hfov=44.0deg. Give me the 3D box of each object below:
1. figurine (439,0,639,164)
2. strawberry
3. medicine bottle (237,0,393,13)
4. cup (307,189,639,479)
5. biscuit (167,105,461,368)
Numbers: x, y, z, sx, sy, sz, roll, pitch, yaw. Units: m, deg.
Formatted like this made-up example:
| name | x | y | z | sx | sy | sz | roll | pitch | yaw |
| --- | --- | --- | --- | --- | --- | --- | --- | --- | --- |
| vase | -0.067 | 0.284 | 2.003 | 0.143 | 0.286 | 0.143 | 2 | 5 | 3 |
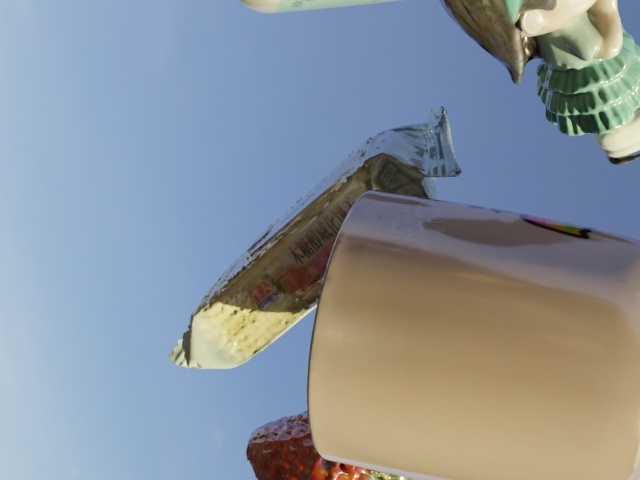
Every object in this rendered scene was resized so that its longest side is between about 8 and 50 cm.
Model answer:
| name | x | y | z | sx | sy | sz | roll | pitch | yaw |
| --- | --- | --- | --- | --- | --- | --- | --- | --- | --- |
| figurine | 0.170 | -0.163 | 0.582 | 0.110 | 0.138 | 0.245 | -31 | -56 | 24 |
| strawberry | 0.007 | 0.414 | 1.459 | 0.312 | 0.267 | 0.351 | 36 | -11 | -30 |
| medicine bottle | -0.037 | -0.301 | 0.845 | 0.110 | 0.351 | 0.110 | 169 | -90 | -72 |
| cup | 0.126 | 0.077 | 0.560 | 0.200 | 0.253 | 0.192 | 9 | -94 | 18 |
| biscuit | 0.001 | -0.002 | 0.738 | 0.309 | 0.186 | 0.079 | -41 | -79 | 21 |
